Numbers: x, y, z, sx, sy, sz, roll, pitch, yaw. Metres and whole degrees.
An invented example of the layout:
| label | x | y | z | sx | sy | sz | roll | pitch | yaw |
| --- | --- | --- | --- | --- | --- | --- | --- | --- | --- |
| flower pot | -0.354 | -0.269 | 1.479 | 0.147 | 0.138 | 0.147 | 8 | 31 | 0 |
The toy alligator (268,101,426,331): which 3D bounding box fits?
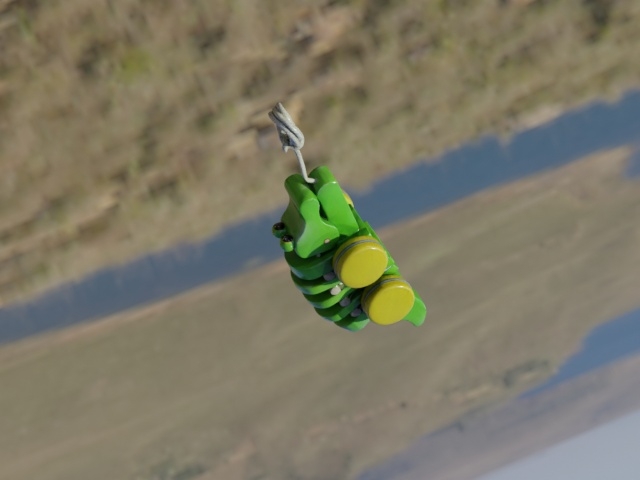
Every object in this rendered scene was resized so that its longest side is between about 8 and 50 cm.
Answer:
| label | x | y | z | sx | sy | sz | roll | pitch | yaw |
| --- | --- | --- | --- | --- | --- | --- | --- | --- | --- |
| toy alligator | 0.000 | 0.000 | 0.939 | 0.051 | 0.056 | 0.190 | -35 | 135 | 2 |
